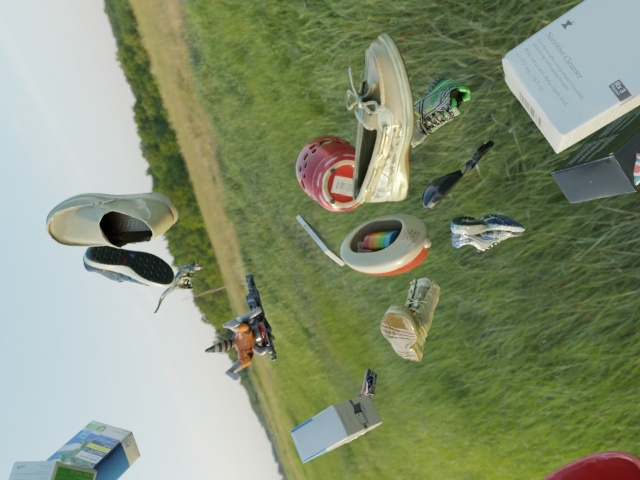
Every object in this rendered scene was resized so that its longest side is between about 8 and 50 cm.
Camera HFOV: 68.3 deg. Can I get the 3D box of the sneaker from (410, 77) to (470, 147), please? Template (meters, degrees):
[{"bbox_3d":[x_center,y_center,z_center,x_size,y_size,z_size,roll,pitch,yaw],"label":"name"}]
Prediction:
[{"bbox_3d":[0.411,-0.466,1.707,0.146,0.344,0.134,25,159,44],"label":"sneaker"}]

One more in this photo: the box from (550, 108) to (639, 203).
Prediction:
[{"bbox_3d":[0.715,-0.210,1.112,0.103,0.261,0.184,53,165,-4],"label":"box"}]

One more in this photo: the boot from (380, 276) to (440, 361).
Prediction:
[{"bbox_3d":[0.242,0.175,1.221,0.095,0.204,0.262,9,150,29],"label":"boot"}]

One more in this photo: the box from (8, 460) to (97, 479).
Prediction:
[{"bbox_3d":[-0.474,0.439,0.822,0.101,0.101,0.087,56,-149,-50],"label":"box"}]

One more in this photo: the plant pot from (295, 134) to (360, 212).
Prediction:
[{"bbox_3d":[0.043,-0.183,1.302,0.174,0.190,0.191,-131,24,-62],"label":"plant pot"}]

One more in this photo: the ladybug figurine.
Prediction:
[{"bbox_3d":[0.280,0.032,1.975,0.449,0.305,0.162,1,138,51],"label":"ladybug figurine"}]

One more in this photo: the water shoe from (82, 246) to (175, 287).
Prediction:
[{"bbox_3d":[-0.440,0.063,1.092,0.080,0.203,0.073,-41,32,49],"label":"water shoe"}]

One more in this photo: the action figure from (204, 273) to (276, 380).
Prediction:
[{"bbox_3d":[-0.288,0.309,1.723,0.330,0.178,0.342,-23,-81,-81],"label":"action figure"}]

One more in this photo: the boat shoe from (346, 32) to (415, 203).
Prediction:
[{"bbox_3d":[0.087,-0.168,0.730,0.105,0.089,0.286,-105,4,-47],"label":"boat shoe"}]

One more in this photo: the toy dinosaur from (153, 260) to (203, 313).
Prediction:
[{"bbox_3d":[-0.453,0.134,1.545,0.064,0.118,0.268,47,119,5],"label":"toy dinosaur"}]

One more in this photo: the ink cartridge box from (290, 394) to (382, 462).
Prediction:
[{"bbox_3d":[0.042,0.449,1.138,0.190,0.139,0.082,13,-137,-58],"label":"ink cartridge box"}]

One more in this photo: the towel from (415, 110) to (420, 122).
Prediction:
[{"bbox_3d":[0.228,-0.360,1.570,0.102,0.237,0.021,37,170,5],"label":"towel"}]

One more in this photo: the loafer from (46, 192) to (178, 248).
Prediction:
[{"bbox_3d":[-0.415,-0.035,0.910,0.092,0.268,0.102,-85,-16,-59],"label":"loafer"}]

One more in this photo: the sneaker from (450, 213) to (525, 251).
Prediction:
[{"bbox_3d":[0.288,-0.011,0.823,0.052,0.135,0.058,-104,15,-63],"label":"sneaker"}]

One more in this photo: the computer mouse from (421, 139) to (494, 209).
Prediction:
[{"bbox_3d":[0.282,-0.145,0.973,0.041,0.242,0.071,43,151,11],"label":"computer mouse"}]

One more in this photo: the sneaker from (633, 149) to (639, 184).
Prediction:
[{"bbox_3d":[0.631,-0.112,0.816,0.161,0.057,0.076,22,127,41],"label":"sneaker"}]

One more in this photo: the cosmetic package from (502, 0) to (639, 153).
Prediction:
[{"bbox_3d":[0.590,-0.374,0.925,0.217,0.384,0.156,60,-161,14],"label":"cosmetic package"}]

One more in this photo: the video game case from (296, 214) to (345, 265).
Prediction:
[{"bbox_3d":[0.000,0.000,1.032,0.122,0.011,0.087,50,-173,35],"label":"video game case"}]

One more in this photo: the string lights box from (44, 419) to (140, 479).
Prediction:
[{"bbox_3d":[-0.523,0.504,0.980,0.259,0.133,0.077,-43,-51,-57],"label":"string lights box"}]

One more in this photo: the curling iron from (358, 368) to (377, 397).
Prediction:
[{"bbox_3d":[0.125,0.448,1.335,0.274,0.035,0.068,94,-175,-47],"label":"curling iron"}]

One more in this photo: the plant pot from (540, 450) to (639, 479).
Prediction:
[{"bbox_3d":[0.376,0.451,0.580,0.243,0.274,0.275,51,161,16],"label":"plant pot"}]
